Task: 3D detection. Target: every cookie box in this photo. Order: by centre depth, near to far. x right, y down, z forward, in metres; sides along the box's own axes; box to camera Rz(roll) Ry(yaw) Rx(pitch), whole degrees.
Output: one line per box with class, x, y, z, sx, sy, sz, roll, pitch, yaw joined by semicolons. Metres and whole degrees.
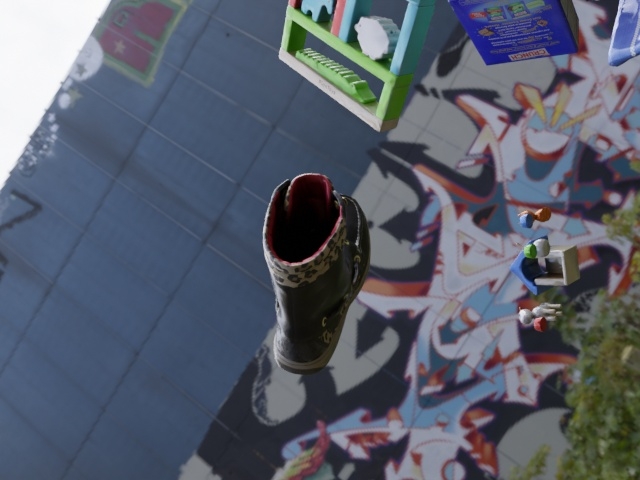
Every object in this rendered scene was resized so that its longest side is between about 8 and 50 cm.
cookie box;0.179;-0.210;0.646;0.107;0.092;0.040;36;-120;-52

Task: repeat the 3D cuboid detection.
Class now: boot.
boot;0.000;0.000;1.185;0.284;0.138;0.377;86;-159;-50

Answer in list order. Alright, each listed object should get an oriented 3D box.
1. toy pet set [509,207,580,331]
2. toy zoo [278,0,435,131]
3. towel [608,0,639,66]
toy pet set;0.224;0.025;0.759;0.114;0.065;0.122;-16;-80;-46
toy zoo;0.046;-0.288;0.748;0.030;0.192;0.293;-20;-41;-37
towel;0.595;-0.419;1.074;0.336;0.040;0.243;-28;30;53
